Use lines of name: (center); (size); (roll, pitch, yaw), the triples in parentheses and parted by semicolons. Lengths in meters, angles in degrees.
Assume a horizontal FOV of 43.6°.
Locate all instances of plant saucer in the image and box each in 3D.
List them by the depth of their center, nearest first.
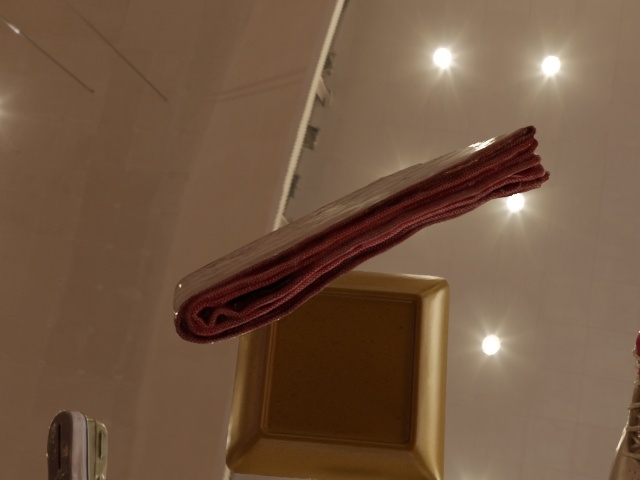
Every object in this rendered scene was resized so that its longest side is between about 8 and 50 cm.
plant saucer: (0.032, 0.194, 1.218); (0.332, 0.081, 0.333); (4, -108, 2)

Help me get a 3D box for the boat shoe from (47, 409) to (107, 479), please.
boat shoe: (-0.402, 0.433, 1.346); (0.109, 0.094, 0.302); (-28, -125, 34)

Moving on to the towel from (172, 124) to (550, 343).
towel: (0.000, 0.000, 0.601); (0.237, 0.329, 0.037); (-26, -86, -9)

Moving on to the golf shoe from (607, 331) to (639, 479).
golf shoe: (0.327, 0.150, 0.749); (0.140, 0.115, 0.306); (47, -117, -18)
